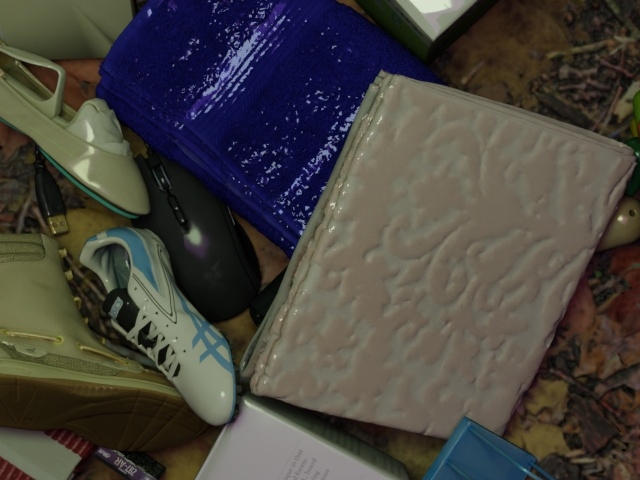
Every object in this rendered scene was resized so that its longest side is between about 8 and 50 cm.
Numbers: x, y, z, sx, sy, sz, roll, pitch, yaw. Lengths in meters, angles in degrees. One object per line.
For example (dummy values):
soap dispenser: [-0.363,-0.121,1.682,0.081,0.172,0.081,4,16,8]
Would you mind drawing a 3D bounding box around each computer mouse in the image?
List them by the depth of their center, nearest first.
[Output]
computer mouse: [-0.180,-0.027,1.760,0.184,0.060,0.262,-22,90,0]

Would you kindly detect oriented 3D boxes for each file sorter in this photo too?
file sorter: [0.156,0.282,1.711,0.118,0.104,0.170,32,92,-42]

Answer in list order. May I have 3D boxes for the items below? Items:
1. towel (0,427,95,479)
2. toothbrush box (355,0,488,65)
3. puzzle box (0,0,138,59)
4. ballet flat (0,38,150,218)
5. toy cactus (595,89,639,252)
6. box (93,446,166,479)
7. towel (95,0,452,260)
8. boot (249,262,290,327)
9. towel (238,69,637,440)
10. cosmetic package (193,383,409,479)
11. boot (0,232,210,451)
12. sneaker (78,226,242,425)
towel: [-0.348,0.183,1.672,0.237,0.329,0.037,33,135,0]
toothbrush box: [0.134,-0.279,1.646,0.206,0.283,0.122,-43,90,1]
puzzle box: [-0.385,-0.279,1.671,0.408,0.272,0.052,-1,52,0]
ballet flat: [-0.251,-0.119,1.704,0.248,0.086,0.086,35,90,8]
toy cactus: [0.334,-0.041,1.751,0.180,0.112,0.219,-25,93,19]
box: [-0.187,0.218,1.749,0.067,0.083,0.018,35,91,-1]
towel: [-0.048,-0.138,1.675,0.308,0.076,0.228,39,97,15]
boot: [0.000,0.000,1.741,0.207,0.094,0.246,-45,93,-2]
towel: [0.115,0.025,1.661,0.317,0.053,0.332,16,106,-34]
cosmetic package: [-0.028,0.248,1.715,0.183,0.151,0.151,28,91,1]
boot: [-0.233,0.095,1.720,0.262,0.203,0.095,12,131,-28]
sneaker: [-0.151,0.083,1.660,0.086,0.085,0.237,-10,51,-37]
